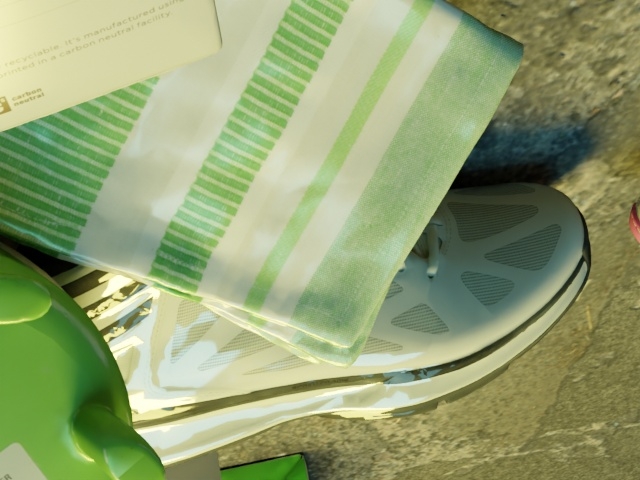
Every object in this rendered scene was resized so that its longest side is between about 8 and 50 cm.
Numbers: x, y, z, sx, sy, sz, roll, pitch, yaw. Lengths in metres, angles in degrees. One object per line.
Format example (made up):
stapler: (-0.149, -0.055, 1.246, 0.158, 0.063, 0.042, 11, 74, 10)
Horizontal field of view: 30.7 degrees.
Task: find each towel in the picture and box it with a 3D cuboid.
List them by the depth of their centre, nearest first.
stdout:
towel: (-0.062, -0.075, 0.691, 0.325, 0.038, 0.247, 23, 102, -25)

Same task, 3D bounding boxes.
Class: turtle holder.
turtle holder: (-0.271, 0.092, 0.676, 0.320, 0.227, 0.243, 27, 90, -33)

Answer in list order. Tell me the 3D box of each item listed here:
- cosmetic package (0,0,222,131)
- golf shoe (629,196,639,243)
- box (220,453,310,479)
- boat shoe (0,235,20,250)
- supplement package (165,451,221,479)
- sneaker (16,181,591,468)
cosmetic package: (-0.152, -0.213, 0.380, 0.155, 0.196, 0.365, -21, 155, -10)
golf shoe: (0.394, -0.071, 0.931, 0.306, 0.115, 0.140, -16, 136, -7)
box: (-0.044, 0.418, 1.341, 0.127, 0.261, 0.231, -10, 147, -3)
boat shoe: (-0.290, 0.050, 0.891, 0.224, 0.073, 0.080, -32, 140, 24)
supplement package: (-0.218, 0.249, 1.149, 0.139, 0.133, 0.244, 12, 138, -33)
sneaker: (0.000, 0.001, 0.836, 0.448, 0.169, 0.257, -18, 135, -12)
